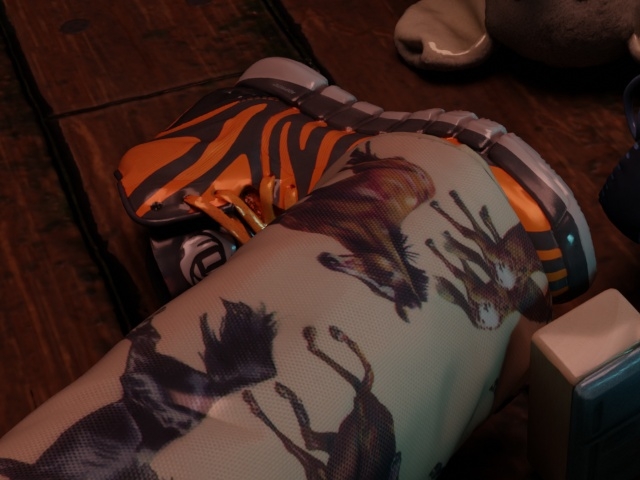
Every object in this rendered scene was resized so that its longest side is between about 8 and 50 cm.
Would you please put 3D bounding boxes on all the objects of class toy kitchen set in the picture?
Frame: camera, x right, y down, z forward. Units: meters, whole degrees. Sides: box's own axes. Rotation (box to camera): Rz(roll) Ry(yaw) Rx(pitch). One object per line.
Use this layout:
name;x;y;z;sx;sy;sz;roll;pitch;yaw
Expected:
toy kitchen set;0.234;0.085;0.909;0.207;0.122;0.166;-30;56;-16

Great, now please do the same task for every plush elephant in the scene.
plush elephant;0.167;-0.239;1.276;0.271;0.330;0.255;-6;57;20

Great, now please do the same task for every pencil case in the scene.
pencil case;-0.043;0.113;0.836;0.160;0.184;0.410;27;41;19

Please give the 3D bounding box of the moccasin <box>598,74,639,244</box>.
moccasin;0.262;-0.094;1.148;0.117;0.138;0.342;47;42;12

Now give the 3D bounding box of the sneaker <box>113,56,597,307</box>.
sneaker;0.000;0.000;1.078;0.180;0.125;0.321;-35;35;-29
